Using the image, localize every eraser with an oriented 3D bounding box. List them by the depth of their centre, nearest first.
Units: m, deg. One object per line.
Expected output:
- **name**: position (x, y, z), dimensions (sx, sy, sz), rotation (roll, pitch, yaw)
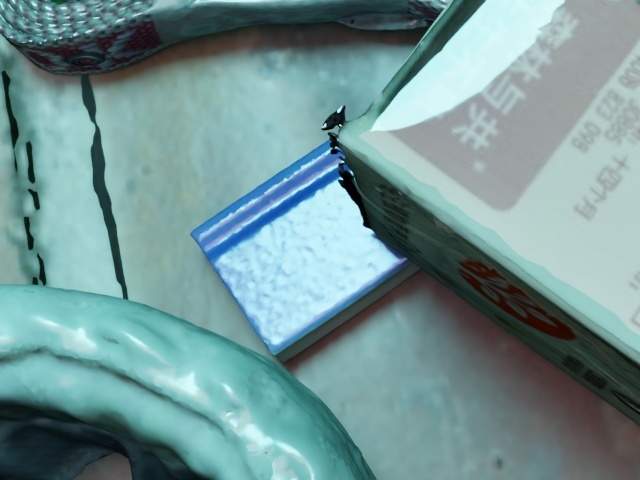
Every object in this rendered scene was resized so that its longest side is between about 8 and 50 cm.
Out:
- **eraser**: position (0.000, 0.000, 0.720), dimensions (0.085, 0.027, 0.063), rotation (-34, 74, 2)

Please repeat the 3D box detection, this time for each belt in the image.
- **belt**: position (-0.025, -0.111, 0.736), dimensions (0.232, 0.053, 0.071), rotation (-3, 77, 9)

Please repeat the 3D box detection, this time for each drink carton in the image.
- **drink carton**: position (0.171, 0.025, 0.587), dimensions (0.324, 0.194, 0.132), rotation (37, 88, 9)

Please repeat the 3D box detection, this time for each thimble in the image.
- **thimble**: position (-0.075, 0.126, 0.632), dimensions (0.250, 0.172, 0.205), rotation (41, 85, 16)
